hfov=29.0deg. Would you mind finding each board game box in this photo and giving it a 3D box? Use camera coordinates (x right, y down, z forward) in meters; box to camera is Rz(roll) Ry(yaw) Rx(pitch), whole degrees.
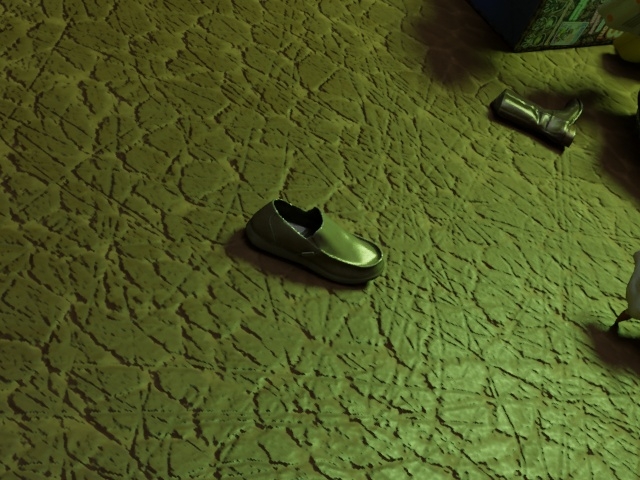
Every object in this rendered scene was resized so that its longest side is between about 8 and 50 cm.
[{"bbox_3d":[0.345,-0.412,1.819,0.291,0.141,0.232,-12,54,-39],"label":"board game box"}]

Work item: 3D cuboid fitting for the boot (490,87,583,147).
[{"bbox_3d":[0.281,-0.175,1.609,0.114,0.037,0.106,23,37,0],"label":"boot"}]

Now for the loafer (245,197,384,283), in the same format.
[{"bbox_3d":[0.000,0.000,1.234,0.148,0.050,0.056,16,41,-15],"label":"loafer"}]

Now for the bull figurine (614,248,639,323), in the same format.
[{"bbox_3d":[0.473,0.108,1.351,0.310,0.101,0.188,43,53,14],"label":"bull figurine"}]

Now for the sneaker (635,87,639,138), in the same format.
[{"bbox_3d":[0.474,-0.146,1.582,0.102,0.146,0.293,-9,42,-3],"label":"sneaker"}]

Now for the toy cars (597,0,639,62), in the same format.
[{"bbox_3d":[0.499,-0.291,1.730,0.394,0.176,0.087,11,60,-71],"label":"toy cars"}]
